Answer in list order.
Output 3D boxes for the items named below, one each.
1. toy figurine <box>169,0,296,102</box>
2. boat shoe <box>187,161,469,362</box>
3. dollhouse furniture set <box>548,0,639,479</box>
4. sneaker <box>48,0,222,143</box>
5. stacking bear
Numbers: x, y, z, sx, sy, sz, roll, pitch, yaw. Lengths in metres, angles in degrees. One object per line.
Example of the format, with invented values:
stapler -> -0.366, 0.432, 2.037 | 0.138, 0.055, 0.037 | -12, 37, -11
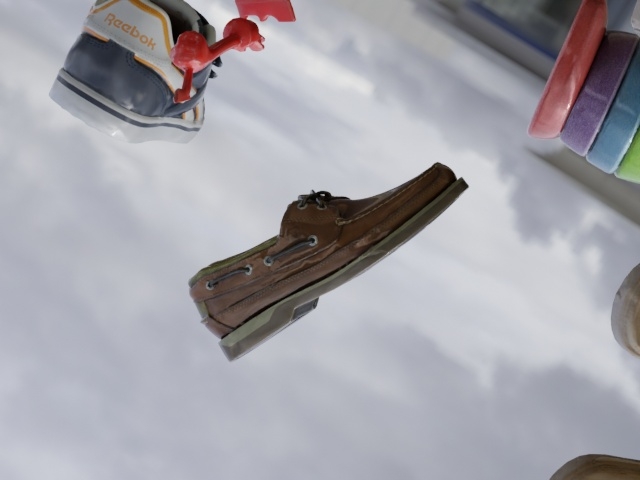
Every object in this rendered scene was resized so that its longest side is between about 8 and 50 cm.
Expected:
toy figurine -> -0.172, -0.263, 1.076 | 0.217, 0.191, 0.363 | 4, 130, 34
boat shoe -> 0.000, 0.000, 1.834 | 0.104, 0.307, 0.111 | 56, -168, 4
dollhouse furniture set -> 0.256, 0.067, 0.909 | 0.256, 0.394, 0.362 | 12, -168, -25
sneaker -> -0.151, -0.165, 1.684 | 0.126, 0.127, 0.321 | 29, -173, -1
stacking bear -> 0.381, -0.128, 1.943 | 0.289, 0.164, 0.175 | 24, -179, 5
